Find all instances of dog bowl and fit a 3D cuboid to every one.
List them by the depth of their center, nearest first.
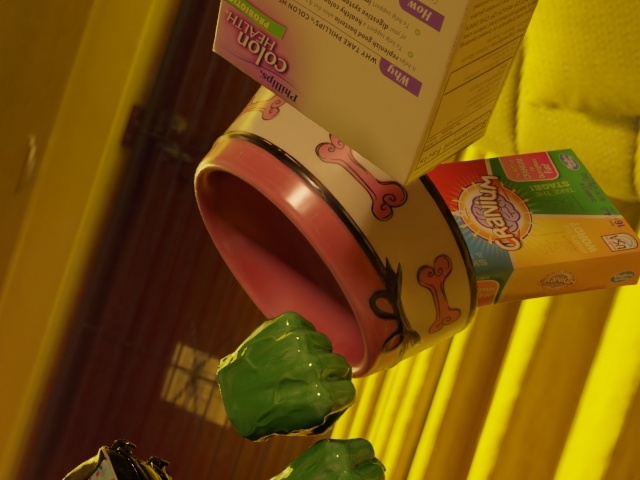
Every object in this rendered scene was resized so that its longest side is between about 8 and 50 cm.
[{"bbox_3d":[0.000,0.000,1.341,0.408,0.150,0.408,42,158,22],"label":"dog bowl"}]

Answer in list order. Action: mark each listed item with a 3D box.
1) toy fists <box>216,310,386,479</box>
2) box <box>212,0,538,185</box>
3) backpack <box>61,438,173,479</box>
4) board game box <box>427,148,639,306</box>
[{"bbox_3d":[-0.009,0.215,1.147,0.096,0.279,0.142,1,155,-45],"label":"toy fists"},{"bbox_3d":[0.048,-0.207,0.797,0.213,0.243,0.117,37,-135,22],"label":"box"},{"bbox_3d":[-0.212,0.393,1.250,0.253,0.191,0.225,44,174,31],"label":"backpack"},{"bbox_3d":[0.251,-0.019,1.467,0.317,0.064,0.242,-8,-138,-15],"label":"board game box"}]
